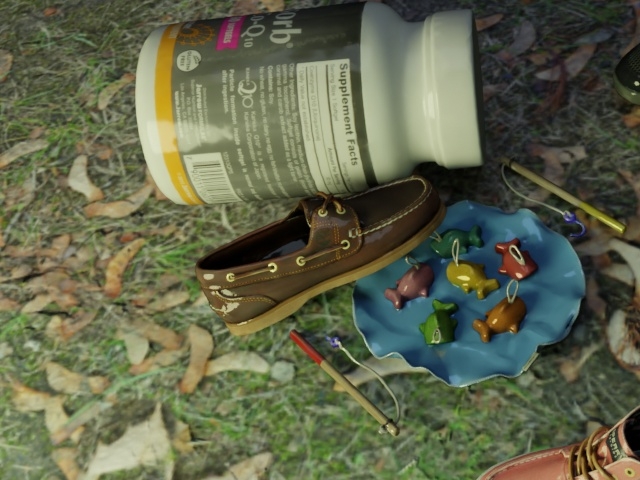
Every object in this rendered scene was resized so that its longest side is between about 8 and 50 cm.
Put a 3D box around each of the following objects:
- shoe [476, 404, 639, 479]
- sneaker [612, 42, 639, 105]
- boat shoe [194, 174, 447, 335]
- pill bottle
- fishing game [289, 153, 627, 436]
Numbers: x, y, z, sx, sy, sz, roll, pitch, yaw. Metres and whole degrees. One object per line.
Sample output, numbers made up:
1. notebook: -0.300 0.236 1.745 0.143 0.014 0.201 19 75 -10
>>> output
1. shoe: 0.185 0.147 0.739 0.178 0.081 0.063 -9 49 8
2. sneaker: 0.353 -0.203 0.960 0.227 0.130 0.087 -22 47 -2
3. boat shoe: 0.000 0.000 0.895 0.207 0.073 0.073 -29 26 -3
4. pill bottle: -0.004 -0.118 0.958 0.278 0.162 0.162 -4 50 11
5. fishing game: 0.113 0.033 0.883 0.264 0.041 0.189 -36 49 -15
